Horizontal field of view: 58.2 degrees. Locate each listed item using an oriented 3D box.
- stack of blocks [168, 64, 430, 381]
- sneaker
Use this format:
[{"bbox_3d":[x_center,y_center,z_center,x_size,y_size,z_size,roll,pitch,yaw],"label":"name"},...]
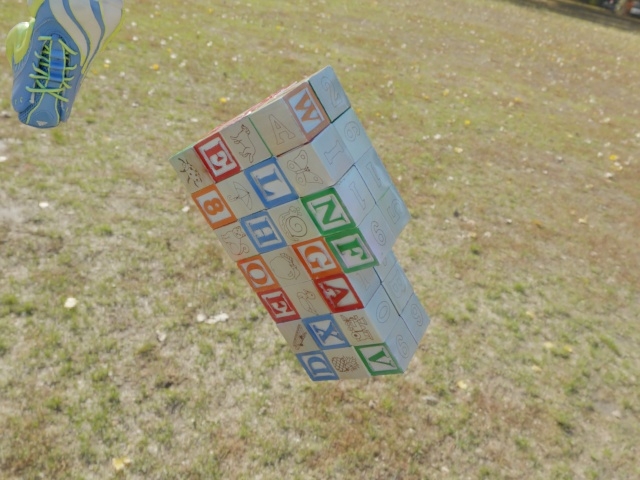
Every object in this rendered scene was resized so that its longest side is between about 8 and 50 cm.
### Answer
[{"bbox_3d":[0.000,0.000,0.591,0.171,0.297,0.087,-16,22,40],"label":"stack of blocks"},{"bbox_3d":[-0.282,-0.192,0.636,0.091,0.126,0.240,0,-2,-39],"label":"sneaker"}]
